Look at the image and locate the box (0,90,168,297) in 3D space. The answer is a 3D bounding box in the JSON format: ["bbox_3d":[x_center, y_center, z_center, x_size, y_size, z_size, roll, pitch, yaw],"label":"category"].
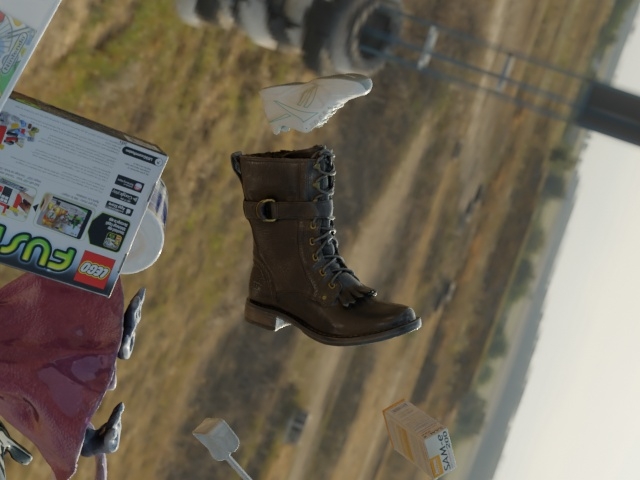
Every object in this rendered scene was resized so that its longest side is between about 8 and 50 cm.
[{"bbox_3d":[-0.221,-0.045,0.888,0.114,0.207,0.036,-66,-156,9],"label":"box"}]

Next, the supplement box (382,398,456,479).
[{"bbox_3d":[0.123,0.246,1.613,0.036,0.098,0.062,-26,118,-21],"label":"supplement box"}]

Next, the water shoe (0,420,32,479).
[{"bbox_3d":[-0.190,0.136,0.639,0.073,0.080,0.203,-38,-163,18],"label":"water shoe"}]

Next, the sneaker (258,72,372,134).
[{"bbox_3d":[-0.001,-0.157,1.489,0.054,0.152,0.061,-16,97,-51],"label":"sneaker"}]

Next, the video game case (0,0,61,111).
[{"bbox_3d":[-0.263,-0.082,0.726,0.227,0.026,0.206,-61,151,2],"label":"video game case"}]

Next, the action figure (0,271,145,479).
[{"bbox_3d":[-0.383,0.101,1.374,0.248,0.370,0.275,-90,-168,-52],"label":"action figure"}]

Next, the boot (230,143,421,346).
[{"bbox_3d":[0.000,0.000,1.559,0.091,0.263,0.228,-18,113,-59],"label":"boot"}]

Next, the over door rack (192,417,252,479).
[{"bbox_3d":[-0.105,0.356,1.262,0.239,0.324,0.108,-45,-156,-21],"label":"over door rack"}]

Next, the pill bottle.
[{"bbox_3d":[-0.165,-0.026,1.119,0.120,0.067,0.067,-98,-158,-64],"label":"pill bottle"}]
